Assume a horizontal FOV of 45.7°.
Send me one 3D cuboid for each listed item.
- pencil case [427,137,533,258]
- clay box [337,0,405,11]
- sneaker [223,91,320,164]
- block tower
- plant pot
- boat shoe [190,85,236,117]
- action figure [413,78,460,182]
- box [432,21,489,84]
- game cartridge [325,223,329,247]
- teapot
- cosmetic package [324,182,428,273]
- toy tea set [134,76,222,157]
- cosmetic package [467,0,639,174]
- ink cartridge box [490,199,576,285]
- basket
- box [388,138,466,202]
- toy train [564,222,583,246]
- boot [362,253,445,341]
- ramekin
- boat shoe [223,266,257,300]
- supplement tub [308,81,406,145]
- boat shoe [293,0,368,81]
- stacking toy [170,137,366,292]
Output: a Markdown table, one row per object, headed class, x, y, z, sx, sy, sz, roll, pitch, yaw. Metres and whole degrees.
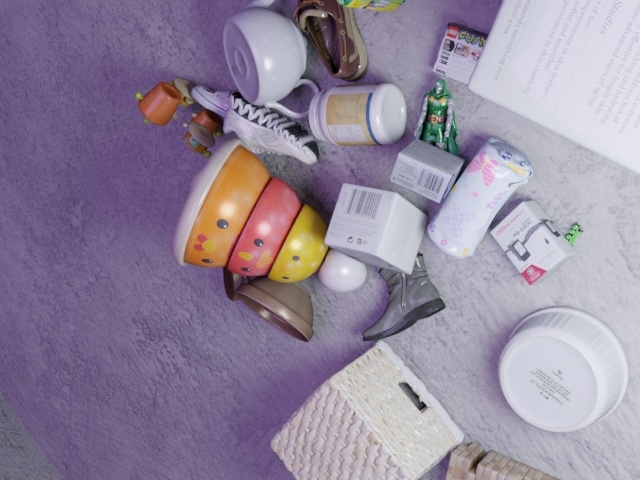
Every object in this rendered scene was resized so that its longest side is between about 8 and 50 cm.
| class | x | y | z | sx | sy | sz | roll | pitch | yaw |
| --- | --- | --- | --- | --- | --- | --- | --- | --- | --- |
| pencil case | 0.348 | -0.091 | 1.670 | 0.124 | 0.113 | 0.273 | 36 | 119 | 8 |
| clay box | 0.093 | -0.580 | 1.678 | 0.053 | 0.222 | 0.128 | -26 | 85 | 36 |
| sneaker | -0.128 | -0.268 | 1.960 | 0.292 | 0.110 | 0.118 | 34 | 112 | 17 |
| block tower | 0.462 | 0.576 | 1.746 | 0.335 | 0.091 | 0.097 | 19 | 111 | 31 |
| plant pot | -0.101 | 0.162 | 2.020 | 0.237 | 0.237 | 0.110 | 27 | 73 | 29 |
| boat shoe | -0.249 | -0.374 | 2.069 | 0.226 | 0.083 | 0.076 | 34 | 108 | 12 |
| action figure | 0.261 | -0.251 | 1.727 | 0.137 | 0.063 | 0.232 | 11 | 110 | 23 |
| box | 0.354 | -0.388 | 1.648 | 0.207 | 0.036 | 0.114 | 30 | 116 | 27 |
| game cartridge | 0.000 | 0.000 | 2.000 | 0.083 | 0.017 | 0.056 | -33 | 77 | 36 |
| teapot | -0.115 | -0.464 | 1.888 | 0.252 | 0.187 | 0.256 | 50 | 153 | 38 |
| cosmetic package | 0.133 | -0.026 | 1.768 | 0.151 | 0.183 | 0.152 | 13 | 81 | 35 |
| toy tea set | -0.361 | -0.298 | 2.086 | 0.124 | 0.200 | 0.336 | -43 | 80 | 25 |
| cosmetic package | 0.544 | -0.342 | 1.341 | 0.393 | 0.327 | 0.330 | 34 | 118 | 26 |
| ink cartridge box | 0.454 | 0.003 | 1.630 | 0.109 | 0.063 | 0.151 | -49 | 64 | 35 |
| basket | 0.103 | 0.492 | 1.880 | 0.328 | 0.266 | 0.331 | 49 | 125 | 16 |
| box | 0.234 | -0.154 | 1.659 | 0.126 | 0.137 | 0.072 | 26 | 119 | 13 |
| toy train | 0.532 | 0.001 | 1.617 | 0.023 | 0.017 | 0.083 | 35 | 119 | 14 |
| boot | 0.183 | 0.140 | 1.872 | 0.246 | 0.083 | 0.161 | -33 | 74 | 30 |
| ramekin | 0.508 | 0.285 | 1.627 | 0.272 | 0.127 | 0.273 | 8 | 104 | 34 |
| boat shoe | -0.225 | 0.025 | 2.135 | 0.104 | 0.089 | 0.286 | 15 | 108 | 60 |
| supplement tub | 0.087 | -0.296 | 1.793 | 0.199 | 0.144 | 0.145 | 5 | 103 | 35 |
| boat shoe | 0.003 | -0.543 | 1.812 | 0.123 | 0.123 | 0.342 | -19 | 89 | 37 |
| stacking toy | -0.099 | -0.013 | 1.902 | 0.479 | 0.351 | 0.351 | 25 | 116 | 1 |
